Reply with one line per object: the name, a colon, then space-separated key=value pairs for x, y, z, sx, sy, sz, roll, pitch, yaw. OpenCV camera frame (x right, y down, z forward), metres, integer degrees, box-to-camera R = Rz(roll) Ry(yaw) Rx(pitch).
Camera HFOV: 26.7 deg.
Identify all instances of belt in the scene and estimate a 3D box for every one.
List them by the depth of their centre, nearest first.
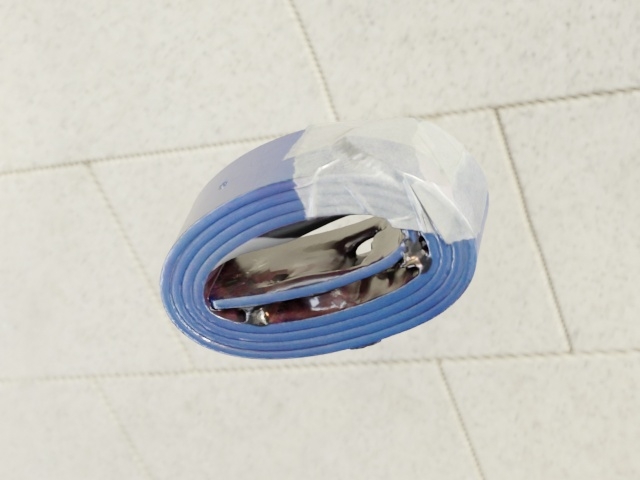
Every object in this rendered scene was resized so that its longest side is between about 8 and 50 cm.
belt: x=0.000 y=0.000 z=1.382 sx=0.347 sy=0.117 sz=0.212 roll=-17 pitch=117 yaw=25
